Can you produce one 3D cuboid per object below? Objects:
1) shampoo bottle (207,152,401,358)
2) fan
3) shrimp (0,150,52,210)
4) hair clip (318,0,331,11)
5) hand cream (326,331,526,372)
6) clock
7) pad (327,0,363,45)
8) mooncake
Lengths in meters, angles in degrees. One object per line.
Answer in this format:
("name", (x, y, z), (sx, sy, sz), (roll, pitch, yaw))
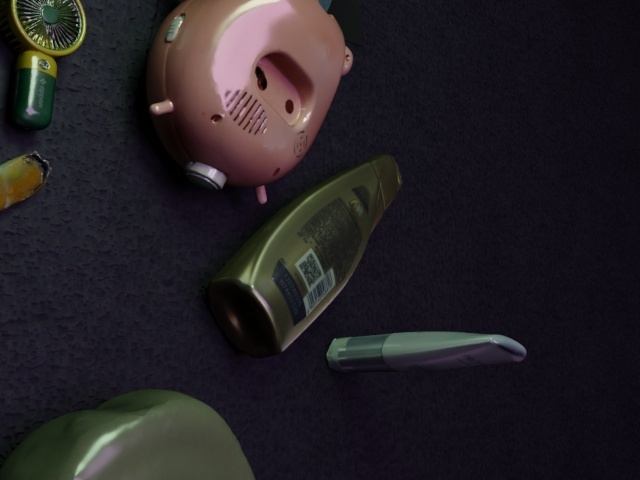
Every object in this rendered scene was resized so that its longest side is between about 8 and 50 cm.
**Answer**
("shampoo bottle", (0.000, 0.000, 1.090), (0.350, 0.084, 0.125), (-47, 118, -45))
("fan", (-0.275, -0.179, 0.852), (0.082, 0.039, 0.155), (18, 68, -46))
("shrimp", (-0.312, -0.099, 0.784), (0.166, 0.049, 0.161), (-2, 85, -51))
("hair clip", (-0.046, -0.475, 1.024), (0.318, 0.392, 0.238), (11, 47, -45))
("hand cream", (0.120, 0.133, 1.062), (0.079, 0.255, 0.048), (22, 68, -46))
("clock", (-0.079, -0.167, 0.981), (0.227, 0.142, 0.241), (42, 63, -46))
("pad", (0.021, -0.364, 1.271), (0.112, 0.003, 0.157), (8, 75, -48))
("mooncake", (-0.173, 0.268, 0.786), (0.275, 0.135, 0.274), (10, 76, -48))
